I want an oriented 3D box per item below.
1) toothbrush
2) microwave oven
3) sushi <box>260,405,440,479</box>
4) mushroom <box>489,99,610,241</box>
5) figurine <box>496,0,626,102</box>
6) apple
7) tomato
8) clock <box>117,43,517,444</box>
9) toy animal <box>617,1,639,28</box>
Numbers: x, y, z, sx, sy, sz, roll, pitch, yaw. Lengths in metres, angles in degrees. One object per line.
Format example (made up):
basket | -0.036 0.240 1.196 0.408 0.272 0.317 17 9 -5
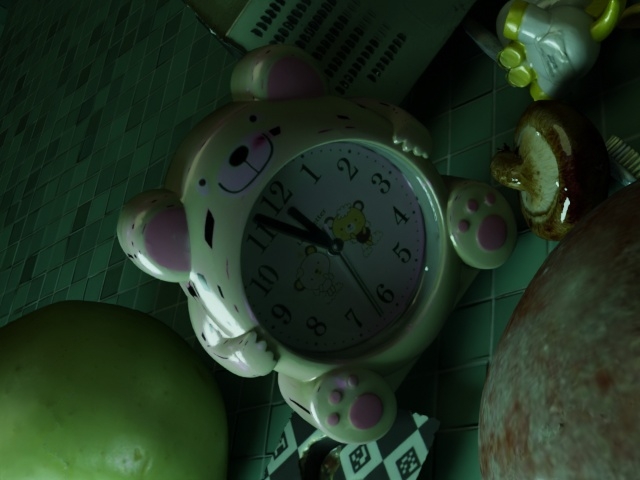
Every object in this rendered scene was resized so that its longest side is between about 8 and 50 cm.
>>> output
toothbrush | 0.220 -0.160 0.879 0.037 0.028 0.375 -45 39 13
microwave oven | 0.013 -0.346 1.048 0.333 0.247 0.394 -54 31 12
sushi | 0.015 0.265 0.833 0.220 0.047 0.231 6 66 57
mushroom | 0.206 -0.060 0.758 0.087 0.127 0.127 -12 43 -8
figurine | 0.236 -0.211 0.831 0.130 0.109 0.178 -28 19 25
apple | -0.274 0.234 0.964 0.357 0.357 0.357 -29 47 36
tomato | 0.238 0.106 0.442 0.282 0.317 0.316 -58 31 38
clock | 0.000 0.000 0.775 0.284 0.309 0.114 -53 23 -7
toy animal | 0.337 -0.218 0.755 0.159 0.083 0.070 -27 74 53
